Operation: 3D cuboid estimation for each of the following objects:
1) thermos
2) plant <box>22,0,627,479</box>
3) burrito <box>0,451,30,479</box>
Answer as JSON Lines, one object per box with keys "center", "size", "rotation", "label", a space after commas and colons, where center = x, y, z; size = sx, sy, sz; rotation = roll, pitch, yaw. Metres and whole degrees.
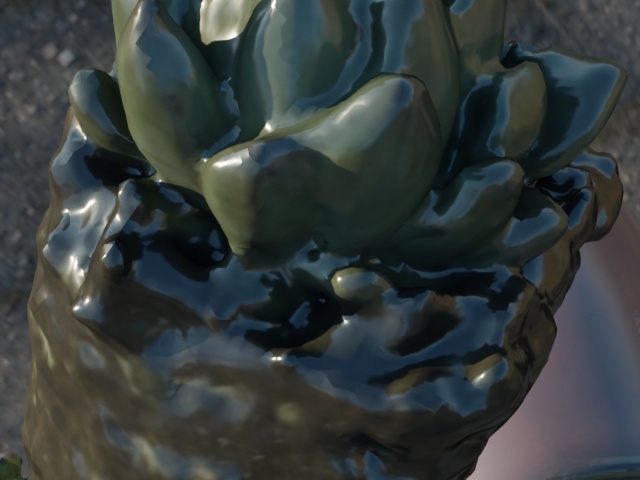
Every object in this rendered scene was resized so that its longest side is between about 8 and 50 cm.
{"center": [0.093, 0.044, 0.794], "size": [0.146, 0.176, 0.265], "rotation": [9, 46, -20], "label": "thermos"}
{"center": [0.000, 0.000, 0.421], "size": [0.132, 0.194, 0.129], "rotation": [23, 35, 6], "label": "plant"}
{"center": [-0.177, 0.181, 0.648], "size": [0.096, 0.066, 0.309], "rotation": [45, 123, 7], "label": "burrito"}
